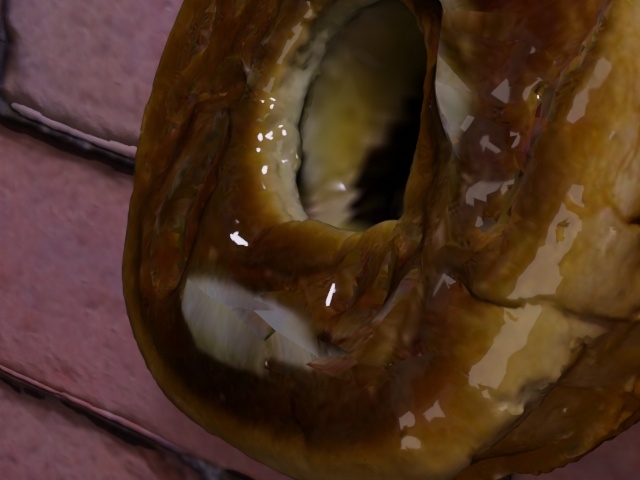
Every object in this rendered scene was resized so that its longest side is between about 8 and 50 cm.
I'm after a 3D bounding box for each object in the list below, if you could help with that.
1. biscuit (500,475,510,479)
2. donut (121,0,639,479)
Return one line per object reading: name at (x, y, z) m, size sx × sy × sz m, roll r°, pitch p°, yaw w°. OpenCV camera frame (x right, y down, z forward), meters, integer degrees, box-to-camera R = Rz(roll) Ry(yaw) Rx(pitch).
biscuit at (0.044, 0.135, 1.004) m, size 0.131 × 0.025 × 0.231 m, roll -4°, pitch 109°, yaw 32°
donut at (0.057, -0.042, 0.793) m, size 0.330 × 0.160 × 0.330 m, roll -28°, pitch 55°, yaw 48°
